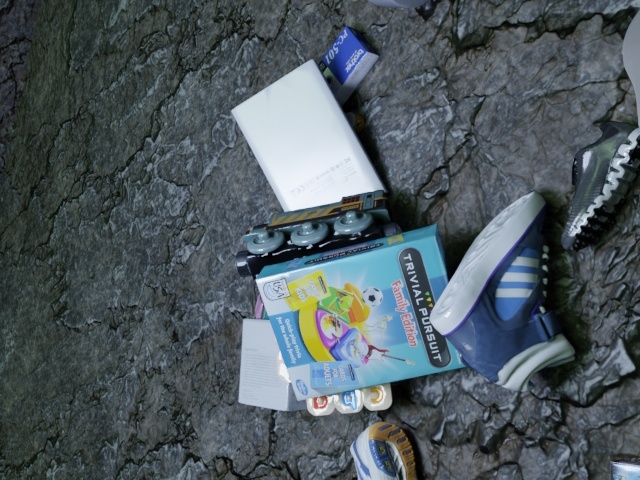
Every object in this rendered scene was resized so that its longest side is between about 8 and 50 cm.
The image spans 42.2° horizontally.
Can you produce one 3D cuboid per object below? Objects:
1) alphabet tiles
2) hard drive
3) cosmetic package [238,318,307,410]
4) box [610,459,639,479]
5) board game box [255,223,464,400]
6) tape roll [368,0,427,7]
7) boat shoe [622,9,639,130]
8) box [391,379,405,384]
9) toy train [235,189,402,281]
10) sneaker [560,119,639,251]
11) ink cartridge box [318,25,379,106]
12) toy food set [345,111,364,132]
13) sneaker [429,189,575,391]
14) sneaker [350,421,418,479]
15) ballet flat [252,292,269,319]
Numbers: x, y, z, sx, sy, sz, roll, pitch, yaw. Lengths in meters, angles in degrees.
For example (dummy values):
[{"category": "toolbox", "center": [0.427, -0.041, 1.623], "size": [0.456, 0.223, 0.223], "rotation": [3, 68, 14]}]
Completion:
[{"category": "alphabet tiles", "center": [0.047, 0.197, 1.622], "size": [0.284, 0.021, 0.277], "rotation": [-9, 78, 15]}, {"category": "hard drive", "center": [-0.025, -0.189, 1.744], "size": [0.210, 0.040, 0.318], "rotation": [-30, 84, 15]}, {"category": "cosmetic package", "center": [-0.067, 0.260, 1.764], "size": [0.152, 0.151, 0.183], "rotation": [-1, 85, 43]}, {"category": "box", "center": [0.503, 0.449, 1.265], "size": [0.114, 0.036, 0.206], "rotation": [-3, 82, 44]}, {"category": "board game box", "center": [0.082, 0.136, 1.513], "size": [0.336, 0.079, 0.253], "rotation": [-14, 105, 15]}, {"category": "tape roll", "center": [0.155, -0.565, 1.610], "size": [0.072, 0.219, 0.219], "rotation": [19, 98, 45]}, {"category": "boat shoe", "center": [0.557, -0.228, 1.257], "size": [0.127, 0.158, 0.340], "rotation": [-27, 38, 44]}, {"category": "box", "center": [0.131, 0.200, 1.648], "size": [0.059, 0.054, 0.168], "rotation": [-6, 81, 44]}, {"category": "toy train", "center": [0.000, 0.000, 1.629], "size": [0.334, 0.190, 0.142], "rotation": [-12, 115, 14]}, {"category": "sneaker", "center": [0.451, -0.095, 1.363], "size": [0.106, 0.078, 0.234], "rotation": [40, 108, 43]}, {"category": "ink cartridge box", "center": [0.033, -0.358, 1.822], "size": [0.207, 0.046, 0.097], "rotation": [-51, 54, 27]}, {"category": "toy food set", "center": [-0.014, -0.198, 1.805], "size": [0.232, 0.105, 0.111], "rotation": [-54, 52, 25]}, {"category": "sneaker", "center": [0.353, 0.100, 1.414], "size": [0.322, 0.236, 0.130], "rotation": [-52, 6, -23]}, {"category": "sneaker", "center": [0.141, 0.501, 1.583], "size": [0.131, 0.112, 0.296], "rotation": [-45, 52, 52]}, {"category": "ballet flat", "center": [-0.135, 0.212, 1.902], "size": [0.079, 0.077, 0.221], "rotation": [14, 90, 63]}]
